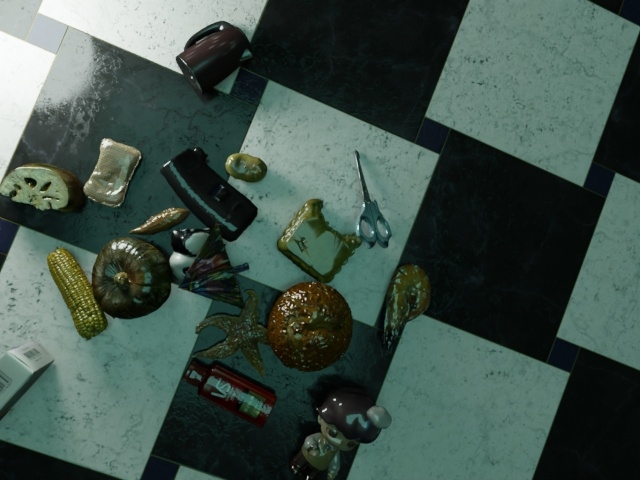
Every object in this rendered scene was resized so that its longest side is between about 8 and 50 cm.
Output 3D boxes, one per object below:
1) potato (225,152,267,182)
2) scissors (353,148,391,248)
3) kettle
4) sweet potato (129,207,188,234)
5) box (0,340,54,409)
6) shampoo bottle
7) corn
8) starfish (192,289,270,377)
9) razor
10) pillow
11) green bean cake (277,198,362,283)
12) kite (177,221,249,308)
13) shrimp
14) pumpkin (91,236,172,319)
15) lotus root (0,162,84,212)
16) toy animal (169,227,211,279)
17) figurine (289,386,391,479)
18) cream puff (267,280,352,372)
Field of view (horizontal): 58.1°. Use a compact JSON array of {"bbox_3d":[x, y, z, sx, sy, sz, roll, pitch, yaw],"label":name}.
[{"bbox_3d":[-0.247,-0.243,1.924,0.138,0.070,0.091,15,93,-6],"label":"potato"},{"bbox_3d":[0.160,-0.145,1.973,0.191,0.029,0.360,1,75,-49],"label":"scissors"},{"bbox_3d":[-0.350,-0.613,1.893,0.232,0.144,0.202,-38,64,-13],"label":"kettle"},{"bbox_3d":[-0.527,-0.060,1.890,0.206,0.060,0.068,-25,56,-7],"label":"sweet potato"},{"bbox_3d":[-0.974,0.461,1.744,0.106,0.200,0.299,42,84,-5],"label":"box"},{"bbox_3d":[-0.302,0.500,1.907,0.314,0.076,0.118,30,89,-7],"label":"shampoo bottle"},{"bbox_3d":[-0.774,0.163,1.828,0.102,0.102,0.313,-25,93,-8],"label":"corn"},{"bbox_3d":[-0.256,0.332,1.925,0.302,0.060,0.299,39,82,-7],"label":"starfish"},{"bbox_3d":[-0.357,-0.149,1.860,0.327,0.107,0.189,45,40,-6],"label":"razor"},{"bbox_3d":[-0.679,-0.217,1.878,0.135,0.034,0.211,20,88,-10],"label":"pillow"},{"bbox_3d":[0.000,0.000,1.933,0.236,0.124,0.233,38,84,-6],"label":"green bean cake"},{"bbox_3d":[-0.342,0.104,1.829,0.234,0.016,0.321,-18,115,-8],"label":"kite"},{"bbox_3d":[0.297,0.237,2.008,0.164,0.062,0.317,17,85,-11],"label":"shrimp"},{"bbox_3d":[-0.591,0.120,1.791,0.260,0.189,0.260,1,94,10],"label":"pumpkin"},{"bbox_3d":[-0.870,-0.170,1.805,0.235,0.119,0.138,13,93,-7],"label":"lotus root"},{"bbox_3d":[-0.406,0.042,1.863,0.166,0.138,0.179,0,98,-35],"label":"toy animal"},{"bbox_3d":[0.046,0.645,1.895,0.218,0.206,0.365,39,86,8],"label":"figurine"},{"bbox_3d":[-0.027,0.283,1.876,0.303,0.212,0.303,0,91,-15],"label":"cream puff"}]
